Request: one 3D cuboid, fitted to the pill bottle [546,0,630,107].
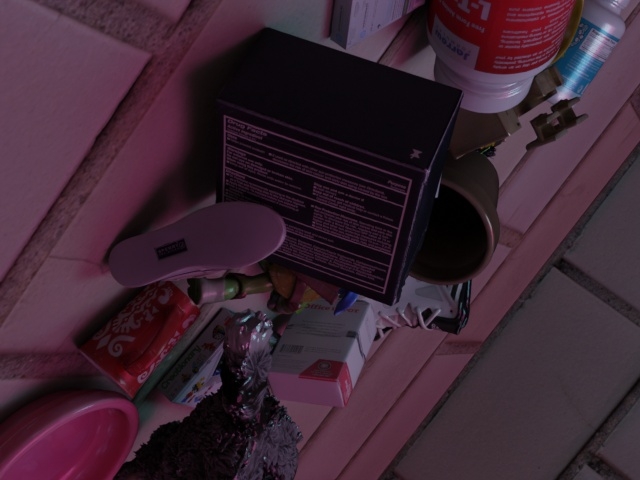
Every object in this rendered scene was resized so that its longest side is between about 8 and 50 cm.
[{"bbox_3d":[0.544,-0.421,2.105,0.146,0.146,0.264,-4,129,-59],"label":"pill bottle"}]

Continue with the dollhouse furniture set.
[{"bbox_3d":[0.366,-0.273,1.960,0.242,0.212,0.161,-32,-172,-35],"label":"dollhouse furniture set"}]

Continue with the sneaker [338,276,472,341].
[{"bbox_3d":[0.159,0.159,2.143,0.447,0.257,0.169,-49,157,-2],"label":"sneaker"}]

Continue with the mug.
[{"bbox_3d":[-0.262,0.151,1.523,0.169,0.150,0.113,-48,139,-17],"label":"mug"}]

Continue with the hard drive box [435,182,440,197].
[{"bbox_3d":[0.133,-0.161,1.759,0.232,0.089,0.181,-15,117,-55],"label":"hard drive box"}]

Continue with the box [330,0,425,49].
[{"bbox_3d":[0.097,-0.386,1.488,0.186,0.038,0.145,-37,153,-30],"label":"box"}]

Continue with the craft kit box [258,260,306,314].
[{"bbox_3d":[0.000,0.000,1.878,0.246,0.061,0.250,-48,157,-12],"label":"craft kit box"}]

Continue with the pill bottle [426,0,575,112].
[{"bbox_3d":[0.290,-0.399,1.570,0.229,0.229,0.407,-39,156,-24],"label":"pill bottle"}]

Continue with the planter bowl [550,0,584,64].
[{"bbox_3d":[0.397,-0.439,1.849,0.217,0.090,0.217,-24,125,-40],"label":"planter bowl"}]

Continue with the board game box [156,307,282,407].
[{"bbox_3d":[-0.175,0.245,1.929,0.193,0.053,0.305,-49,157,0],"label":"board game box"}]

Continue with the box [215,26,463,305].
[{"bbox_3d":[0.018,-0.101,1.401,0.294,0.296,0.182,99,14,-52],"label":"box"}]

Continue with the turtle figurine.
[{"bbox_3d":[-0.087,0.025,1.629,0.266,0.274,0.198,3,140,-27],"label":"turtle figurine"}]

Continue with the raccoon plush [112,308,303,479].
[{"bbox_3d":[-0.200,0.288,1.697,0.216,0.299,0.446,-14,115,-56],"label":"raccoon plush"}]

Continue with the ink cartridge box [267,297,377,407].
[{"bbox_3d":[0.004,0.217,1.971,0.218,0.159,0.092,-64,149,-43],"label":"ink cartridge box"}]

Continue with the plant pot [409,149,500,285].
[{"bbox_3d":[0.266,-0.073,2.045,0.229,0.263,0.263,-50,164,-48],"label":"plant pot"}]

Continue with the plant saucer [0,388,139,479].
[{"bbox_3d":[-0.442,0.357,1.580,0.332,0.084,0.332,-39,154,-23],"label":"plant saucer"}]

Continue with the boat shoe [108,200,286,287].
[{"bbox_3d":[-0.167,0.010,1.415,0.268,0.096,0.088,-19,177,16],"label":"boat shoe"}]

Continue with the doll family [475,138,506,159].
[{"bbox_3d":[0.362,-0.235,2.160,0.111,0.076,0.193,-31,146,-29],"label":"doll family"}]
